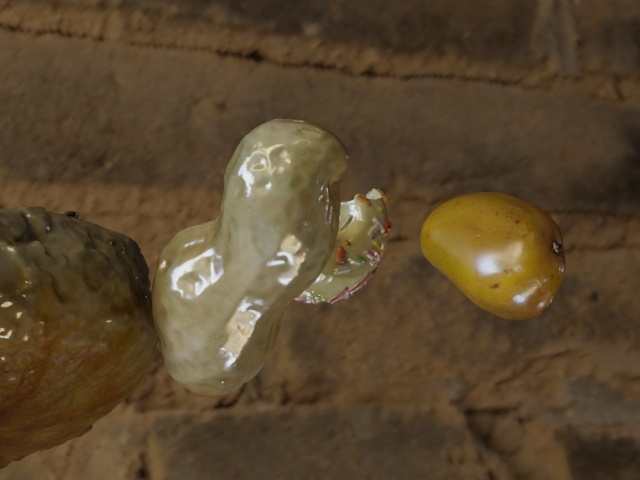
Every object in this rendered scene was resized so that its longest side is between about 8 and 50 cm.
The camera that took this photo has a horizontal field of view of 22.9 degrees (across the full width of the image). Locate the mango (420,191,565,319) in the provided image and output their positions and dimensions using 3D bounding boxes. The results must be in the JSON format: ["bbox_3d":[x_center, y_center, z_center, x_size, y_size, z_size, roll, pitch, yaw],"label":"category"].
[{"bbox_3d":[0.115,0.007,1.057,0.060,0.114,0.080,19,-91,-41],"label":"mango"}]

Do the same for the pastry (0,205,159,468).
[{"bbox_3d":[-0.283,0.087,1.280,0.329,0.330,0.136,-2,-120,-34],"label":"pastry"}]

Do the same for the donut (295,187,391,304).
[{"bbox_3d":[0.003,0.004,1.492,0.166,0.065,0.108,0,-108,-40],"label":"donut"}]

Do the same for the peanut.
[{"bbox_3d":[-0.056,0.016,1.213,0.117,0.263,0.101,22,-143,-18],"label":"peanut"}]
